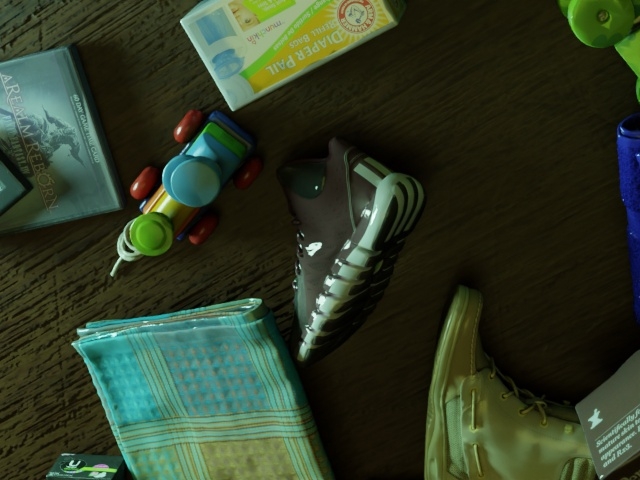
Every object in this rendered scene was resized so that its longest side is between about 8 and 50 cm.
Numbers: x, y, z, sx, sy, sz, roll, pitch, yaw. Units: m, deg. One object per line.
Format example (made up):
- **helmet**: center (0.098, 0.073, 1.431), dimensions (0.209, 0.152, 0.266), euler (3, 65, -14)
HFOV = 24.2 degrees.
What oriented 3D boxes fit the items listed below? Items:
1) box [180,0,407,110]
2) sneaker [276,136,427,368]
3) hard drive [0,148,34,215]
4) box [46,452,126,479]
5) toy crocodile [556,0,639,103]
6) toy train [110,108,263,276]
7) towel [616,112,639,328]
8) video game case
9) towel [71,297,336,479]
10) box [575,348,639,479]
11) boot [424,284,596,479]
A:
- **box**: center (-0.025, -0.238, 1.558), dimensions (0.203, 0.103, 0.114), euler (-27, 104, 17)
- **sneaker**: center (0.000, 0.000, 1.663), dimensions (0.162, 0.106, 0.281), euler (42, 126, 19)
- **hard drive**: center (-0.408, -0.054, 1.704), dimensions (0.135, 0.022, 0.094), euler (-37, 101, 19)
- **box**: center (-0.284, 0.297, 1.821), dimensions (0.083, 0.062, 0.052), euler (1, 109, 8)
- **toy crocodile**: center (0.332, -0.207, 1.510), dimensions (0.105, 0.115, 0.340), euler (-40, 102, 15)
- **toy train**: center (-0.175, -0.020, 1.641), dimensions (0.105, 0.143, 0.248), euler (38, 111, -6)
- **towel**: center (0.425, -0.010, 1.521), dimensions (0.227, 0.076, 0.308), euler (-4, 137, 12)
- **video game case**: center (-0.379, -0.100, 1.708), dimensions (0.274, 0.026, 0.196), euler (-12, 108, 14)
- **towel**: center (-0.118, 0.252, 1.761), dimensions (0.271, 0.040, 0.370), euler (-10, 109, 27)
- **box**: center (0.476, 0.258, 1.600), dimensions (0.381, 0.143, 0.191), euler (38, 112, -21)
- **boot**: center (0.224, 0.178, 1.679), dimensions (0.203, 0.095, 0.262), euler (6, 113, 7)
